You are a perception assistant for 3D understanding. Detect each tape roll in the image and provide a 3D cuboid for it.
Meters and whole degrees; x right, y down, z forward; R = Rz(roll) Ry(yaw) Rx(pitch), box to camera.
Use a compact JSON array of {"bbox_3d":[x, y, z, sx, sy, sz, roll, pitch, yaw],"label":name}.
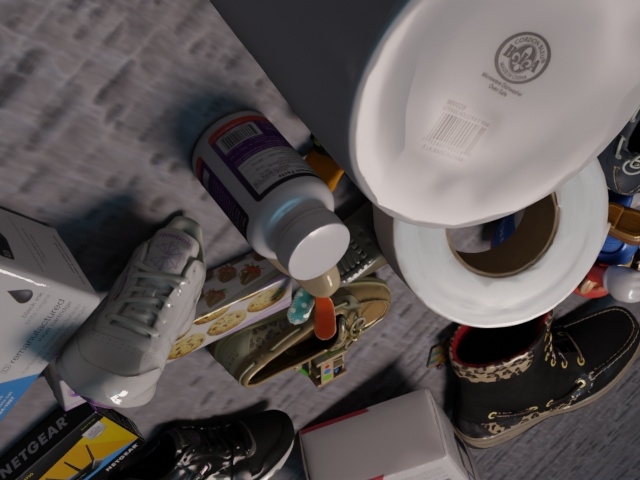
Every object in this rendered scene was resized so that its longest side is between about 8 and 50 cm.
[{"bbox_3d":[0.214,-0.037,1.617,0.286,0.100,0.286,-4,106,-13],"label":"tape roll"}]

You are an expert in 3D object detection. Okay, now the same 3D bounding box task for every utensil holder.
[{"bbox_3d":[0.074,-0.246,1.125,0.327,0.385,0.328,-19,137,-19],"label":"utensil holder"}]

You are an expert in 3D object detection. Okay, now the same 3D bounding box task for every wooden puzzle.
[{"bbox_3d":[0.197,0.183,2.091,0.049,0.006,0.083,-21,141,-27],"label":"wooden puzzle"}]

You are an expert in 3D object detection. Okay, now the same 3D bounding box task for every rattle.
[{"bbox_3d":[0.000,0.000,1.582,0.200,0.130,0.143,61,35,-25],"label":"rattle"}]

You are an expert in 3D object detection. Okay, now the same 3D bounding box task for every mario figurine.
[{"bbox_3d":[0.468,-0.002,1.963,0.198,0.170,0.320,-41,163,-13],"label":"mario figurine"}]

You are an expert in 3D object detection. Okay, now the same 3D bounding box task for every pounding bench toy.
[{"bbox_3d":[-0.009,0.176,1.845,0.083,0.052,0.065,-26,143,-21],"label":"pounding bench toy"}]

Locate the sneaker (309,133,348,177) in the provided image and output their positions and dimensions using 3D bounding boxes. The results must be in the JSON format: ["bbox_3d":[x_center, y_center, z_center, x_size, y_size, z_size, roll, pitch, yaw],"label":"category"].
[{"bbox_3d":[0.018,-0.138,1.474,0.078,0.067,0.188,-48,132,-12],"label":"sneaker"}]

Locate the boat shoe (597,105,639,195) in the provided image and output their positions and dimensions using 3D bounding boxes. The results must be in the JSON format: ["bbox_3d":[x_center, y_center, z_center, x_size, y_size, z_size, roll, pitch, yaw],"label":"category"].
[{"bbox_3d":[0.419,-0.138,1.689,0.095,0.079,0.254,-26,144,-17],"label":"boat shoe"}]

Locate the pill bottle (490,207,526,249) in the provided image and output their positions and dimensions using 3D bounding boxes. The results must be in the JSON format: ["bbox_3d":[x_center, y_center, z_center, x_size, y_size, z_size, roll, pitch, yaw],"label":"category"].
[{"bbox_3d":[0.325,-0.017,1.824,0.124,0.124,0.221,-29,168,-17],"label":"pill bottle"}]

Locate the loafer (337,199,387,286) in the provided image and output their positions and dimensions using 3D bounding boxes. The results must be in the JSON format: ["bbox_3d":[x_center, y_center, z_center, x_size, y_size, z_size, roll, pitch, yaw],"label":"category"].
[{"bbox_3d":[0.093,-0.024,1.706,0.251,0.094,0.087,-31,173,-4],"label":"loafer"}]

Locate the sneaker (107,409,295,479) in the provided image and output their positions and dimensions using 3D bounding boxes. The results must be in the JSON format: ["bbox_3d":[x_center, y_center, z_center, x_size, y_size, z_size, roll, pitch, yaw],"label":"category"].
[{"bbox_3d":[-0.162,0.304,1.803,0.283,0.107,0.124,-27,138,-19],"label":"sneaker"}]

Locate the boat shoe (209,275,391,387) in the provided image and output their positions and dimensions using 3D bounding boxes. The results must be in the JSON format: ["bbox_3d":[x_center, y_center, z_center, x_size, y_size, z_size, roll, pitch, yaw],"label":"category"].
[{"bbox_3d":[-0.011,0.130,1.758,0.285,0.089,0.105,-19,140,-29],"label":"boat shoe"}]

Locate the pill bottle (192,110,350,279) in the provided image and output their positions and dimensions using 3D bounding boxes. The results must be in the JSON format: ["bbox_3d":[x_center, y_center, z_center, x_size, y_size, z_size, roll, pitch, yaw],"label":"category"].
[{"bbox_3d":[-0.052,-0.048,1.427,0.108,0.193,0.108,-25,143,-21],"label":"pill bottle"}]

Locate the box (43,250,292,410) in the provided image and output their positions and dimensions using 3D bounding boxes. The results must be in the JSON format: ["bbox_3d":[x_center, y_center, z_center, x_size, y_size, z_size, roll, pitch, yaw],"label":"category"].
[{"bbox_3d":[-0.184,0.105,1.588,0.324,0.063,0.067,-24,142,-23],"label":"box"}]

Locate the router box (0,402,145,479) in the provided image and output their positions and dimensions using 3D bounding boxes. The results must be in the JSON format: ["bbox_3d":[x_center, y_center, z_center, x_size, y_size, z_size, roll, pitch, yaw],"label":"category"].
[{"bbox_3d":[-0.333,0.284,1.663,0.179,0.046,0.133,-41,146,1],"label":"router box"}]

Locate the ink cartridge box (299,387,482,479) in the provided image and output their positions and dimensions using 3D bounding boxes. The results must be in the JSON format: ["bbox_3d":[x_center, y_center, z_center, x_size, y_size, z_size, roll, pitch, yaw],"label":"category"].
[{"bbox_3d":[0.124,0.377,2.076,0.226,0.131,0.306,-21,149,9],"label":"ink cartridge box"}]

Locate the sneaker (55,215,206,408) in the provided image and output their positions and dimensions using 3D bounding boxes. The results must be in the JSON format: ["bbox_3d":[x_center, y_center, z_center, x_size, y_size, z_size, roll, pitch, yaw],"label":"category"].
[{"bbox_3d":[-0.201,0.069,1.411,0.305,0.114,0.152,-69,179,-64],"label":"sneaker"}]

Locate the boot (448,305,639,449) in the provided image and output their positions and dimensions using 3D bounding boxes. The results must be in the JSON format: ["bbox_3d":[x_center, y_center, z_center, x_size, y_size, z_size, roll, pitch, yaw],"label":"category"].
[{"bbox_3d":[0.373,0.179,2.145,0.377,0.138,0.284,-27,145,-5],"label":"boot"}]

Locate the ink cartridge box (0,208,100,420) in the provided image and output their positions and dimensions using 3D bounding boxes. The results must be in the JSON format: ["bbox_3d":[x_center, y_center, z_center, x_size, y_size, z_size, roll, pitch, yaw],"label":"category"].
[{"bbox_3d":[-0.410,0.065,1.269,0.223,0.129,0.307,-48,145,12],"label":"ink cartridge box"}]
